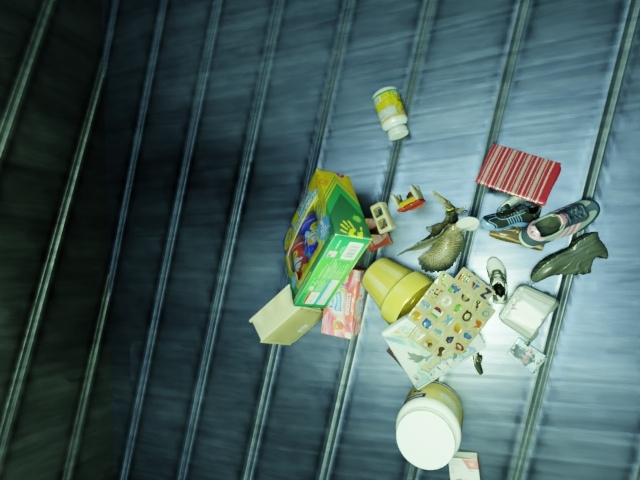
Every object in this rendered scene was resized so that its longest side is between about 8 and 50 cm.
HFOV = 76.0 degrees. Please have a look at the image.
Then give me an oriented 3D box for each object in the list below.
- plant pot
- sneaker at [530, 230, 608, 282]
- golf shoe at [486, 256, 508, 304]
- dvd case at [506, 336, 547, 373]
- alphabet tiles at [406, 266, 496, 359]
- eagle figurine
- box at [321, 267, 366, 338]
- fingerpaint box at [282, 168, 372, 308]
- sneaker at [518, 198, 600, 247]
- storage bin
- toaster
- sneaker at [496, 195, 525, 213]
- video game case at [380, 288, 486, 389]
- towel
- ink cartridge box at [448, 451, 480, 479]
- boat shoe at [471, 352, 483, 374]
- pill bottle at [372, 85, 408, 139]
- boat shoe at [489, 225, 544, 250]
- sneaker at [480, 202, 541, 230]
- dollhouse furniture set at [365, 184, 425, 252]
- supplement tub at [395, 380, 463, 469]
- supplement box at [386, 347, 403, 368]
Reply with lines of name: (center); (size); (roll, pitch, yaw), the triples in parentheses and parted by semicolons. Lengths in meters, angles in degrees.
plant pot: (0.313, 0.202, 1.718); (0.239, 0.254, 0.254); (43, 104, 34)
sneaker: (0.937, 0.089, 1.541); (0.286, 0.109, 0.130); (-37, 82, 18)
golf shoe: (0.704, 0.150, 1.618); (0.077, 0.094, 0.198); (-11, 66, 17)
dvd case: (0.815, 0.455, 1.621); (0.119, 0.013, 0.087); (36, 101, 18)
alphabet tiles: (0.502, 0.283, 1.569); (0.285, 0.011, 0.343); (35, 96, -13)
eagle figurine: (0.483, -0.013, 1.681); (0.226, 0.225, 0.299); (28, 88, 10)
box: (0.108, 0.268, 1.832); (0.142, 0.154, 0.300); (6, 92, 23)
fingerpaint box: (0.000, 0.000, 1.693); (0.371, 0.163, 0.445); (-104, 32, -40)
sneaker: (0.902, -0.071, 1.511); (0.318, 0.131, 0.112); (-28, 72, 0)
storage bin: (-0.133, 0.347, 1.871); (0.262, 0.260, 0.123); (-43, 57, 15)
toaster: (0.791, 0.276, 1.578); (0.146, 0.129, 0.227); (33, 103, 23)
sneaker: (0.771, -0.153, 1.634); (0.152, 0.061, 0.054); (-44, 72, 13)
video game case: (0.446, 0.388, 1.609); (0.328, 0.036, 0.300); (-33, 104, 2)
towel: (0.780, -0.262, 1.615); (0.274, 0.031, 0.199); (25, 75, 20)
ink cartridge box: (0.590, 0.974, 1.664); (0.115, 0.067, 0.198); (-7, 86, 21)
boat shoe: (0.639, 0.481, 1.670); (0.042, 0.049, 0.133); (-20, 77, 28)
pill bottle: (0.312, -0.554, 1.796); (0.117, 0.117, 0.209); (-19, 81, 20)
boat shoe: (0.780, -0.021, 1.622); (0.206, 0.073, 0.073); (16, 87, 13)
sneaker: (0.737, -0.099, 1.584); (0.232, 0.091, 0.082); (-6, 45, -8)
dollhouse furniture set: (0.289, -0.077, 1.698); (0.374, 0.201, 0.152); (-28, 78, 35)
supplement tub: (0.427, 0.708, 1.595); (0.240, 0.331, 0.241); (-1, 88, 21)
supplement box: (0.379, 0.436, 1.727); (0.104, 0.080, 0.188); (45, 124, 16)
